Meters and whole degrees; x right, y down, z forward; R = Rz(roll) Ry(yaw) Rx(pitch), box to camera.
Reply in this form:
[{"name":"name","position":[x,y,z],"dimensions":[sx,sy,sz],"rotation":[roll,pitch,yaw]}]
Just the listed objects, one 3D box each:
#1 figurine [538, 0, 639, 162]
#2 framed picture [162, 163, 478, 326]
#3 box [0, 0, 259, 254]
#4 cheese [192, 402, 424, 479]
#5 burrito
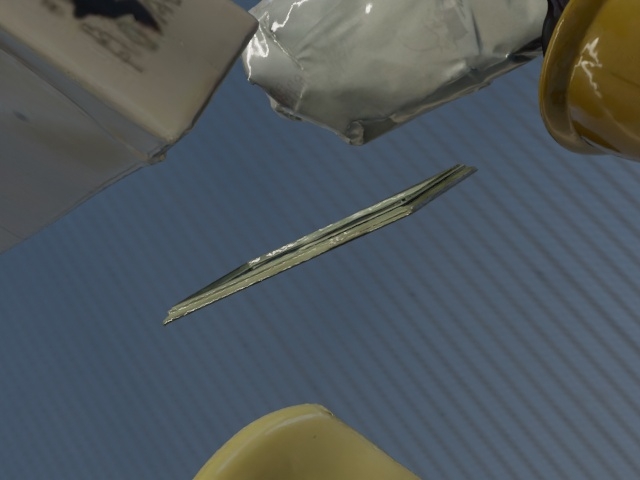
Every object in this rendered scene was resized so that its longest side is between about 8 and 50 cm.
[{"name":"figurine","position":[0.187,-0.167,1.111],"dimensions":[0.167,0.192,0.256],"rotation":[-33,66,52]},{"name":"framed picture","position":[0.000,0.000,1.251],"dimensions":[0.183,0.142,0.011],"rotation":[-24,93,23]},{"name":"box","position":[-0.165,-0.077,0.692],"dimensions":[0.051,0.205,0.365],"rotation":[-58,12,-15]},{"name":"cheese","position":[-0.034,0.301,1.817],"dimensions":[0.259,0.128,0.316],"rotation":[33,61,28]},{"name":"burrito","position":[0.141,-0.198,1.425],"dimensions":[0.445,0.101,0.139],"rotation":[-26,93,18]}]
